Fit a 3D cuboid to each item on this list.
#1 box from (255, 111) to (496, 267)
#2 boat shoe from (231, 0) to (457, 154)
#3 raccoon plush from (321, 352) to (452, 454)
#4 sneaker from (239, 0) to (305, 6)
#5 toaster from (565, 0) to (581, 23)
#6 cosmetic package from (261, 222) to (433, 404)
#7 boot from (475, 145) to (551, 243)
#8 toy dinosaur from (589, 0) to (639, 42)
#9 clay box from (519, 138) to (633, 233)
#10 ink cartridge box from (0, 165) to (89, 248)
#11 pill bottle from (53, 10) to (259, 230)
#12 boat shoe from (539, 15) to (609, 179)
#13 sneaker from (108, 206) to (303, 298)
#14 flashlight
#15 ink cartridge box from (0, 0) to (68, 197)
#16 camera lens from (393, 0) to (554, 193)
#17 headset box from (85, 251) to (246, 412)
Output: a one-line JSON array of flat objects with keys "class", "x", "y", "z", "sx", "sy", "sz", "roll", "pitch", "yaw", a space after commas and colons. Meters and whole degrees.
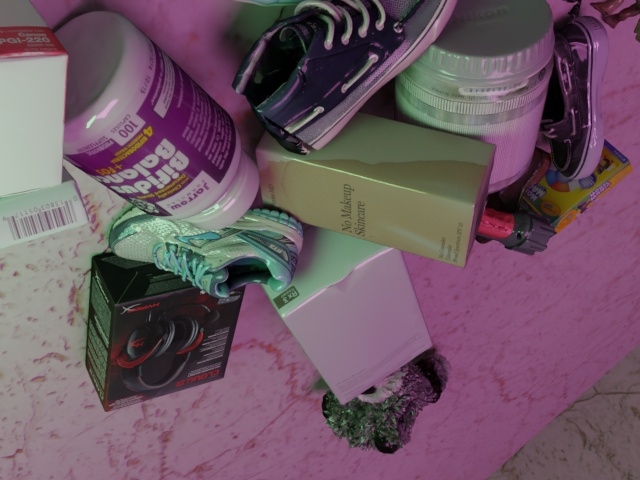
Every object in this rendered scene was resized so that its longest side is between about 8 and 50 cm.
[{"class": "box", "x": 0.076, "y": -0.086, "z": 1.136, "sx": 0.148, "sy": 0.311, "sz": 0.121, "roll": 84, "pitch": 26, "yaw": -51}, {"class": "boat shoe", "x": 0.037, "y": -0.260, "z": 0.991, "sx": 0.340, "sy": 0.127, "sz": 0.158, "roll": -51, "pitch": 156, "yaw": 8}, {"class": "raccoon plush", "x": 0.158, "y": 0.252, "z": 1.773, "sx": 0.446, "sy": 0.216, "sz": 0.299, "roll": -37, "pitch": 143, "yaw": -54}, {"class": "sneaker", "x": -0.101, "y": -0.314, "z": 0.864, "sx": 0.366, "sy": 0.150, "sz": 0.135, "roll": 5, "pitch": 129, "yaw": -44}, {"class": "toaster", "x": 0.321, "y": -0.428, "z": 1.090, "sx": 0.168, "sy": 0.110, "sz": 0.185, "roll": 24, "pitch": 98, "yaw": -50}, {"class": "cosmetic package", "x": 0.043, "y": 0.105, "z": 1.365, "sx": 0.217, "sy": 0.156, "sz": 0.385, "roll": -32, "pitch": 144, "yaw": -6}, {"class": "boot", "x": 0.342, "y": -0.099, "z": 1.551, "sx": 0.106, "sy": 0.082, "sz": 0.219, "roll": 21, "pitch": 108, "yaw": -38}, {"class": "toy dinosaur", "x": 0.549, "y": -0.412, "z": 1.269, "sx": 0.200, "sy": 0.127, "sz": 0.296, "roll": -53, "pitch": 158, "yaw": 21}, {"class": "clay box", "x": 0.488, "y": -0.114, "z": 1.596, "sx": 0.222, "sy": 0.127, "sz": 0.053, "roll": -41, "pitch": 144, "yaw": 7}, {"class": "ink cartridge box", "x": -0.373, "y": -0.045, "z": 0.881, "sx": 0.189, "sy": 0.232, "sz": 0.066, "roll": -20, "pitch": 111, "yaw": -21}, {"class": "pill bottle", "x": -0.203, "y": -0.126, "z": 0.983, "sx": 0.169, "sy": 0.169, "sz": 0.301, "roll": -40, "pitch": 144, "yaw": 7}, {"class": "boat shoe", "x": 0.429, "y": -0.240, "z": 1.435, "sx": 0.119, "sy": 0.121, "sz": 0.335, "roll": -21, "pitch": 132, "yaw": -8}, {"class": "sneaker", "x": -0.168, "y": 0.017, "z": 1.150, "sx": 0.283, "sy": 0.122, "sz": 0.110, "roll": 1, "pitch": 144, "yaw": 1}, {"class": "flashlight", "x": 0.288, "y": -0.046, "z": 1.459, "sx": 0.304, "sy": 0.103, "sz": 0.103, "roll": 15, "pitch": 120, "yaw": -23}, {"class": "ink cartridge box", "x": -0.331, "y": -0.169, "z": 0.786, "sx": 0.092, "sy": 0.218, "sz": 0.158, "roll": -16, "pitch": 141, "yaw": -35}, {"class": "camera lens", "x": 0.218, "y": -0.217, "z": 1.177, "sx": 0.219, "sy": 0.219, "sz": 0.274, "roll": -24, "pitch": 143, "yaw": -16}, {"class": "headset box", "x": -0.256, "y": 0.143, "z": 1.299, "sx": 0.218, "sy": 0.110, "sz": 0.293, "roll": -11, "pitch": 138, "yaw": -31}]
